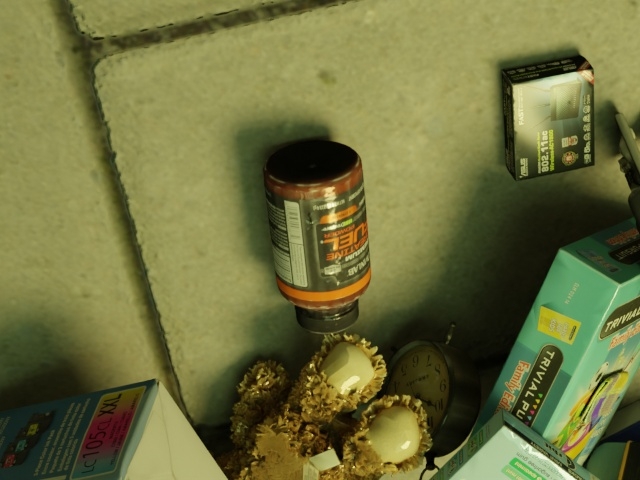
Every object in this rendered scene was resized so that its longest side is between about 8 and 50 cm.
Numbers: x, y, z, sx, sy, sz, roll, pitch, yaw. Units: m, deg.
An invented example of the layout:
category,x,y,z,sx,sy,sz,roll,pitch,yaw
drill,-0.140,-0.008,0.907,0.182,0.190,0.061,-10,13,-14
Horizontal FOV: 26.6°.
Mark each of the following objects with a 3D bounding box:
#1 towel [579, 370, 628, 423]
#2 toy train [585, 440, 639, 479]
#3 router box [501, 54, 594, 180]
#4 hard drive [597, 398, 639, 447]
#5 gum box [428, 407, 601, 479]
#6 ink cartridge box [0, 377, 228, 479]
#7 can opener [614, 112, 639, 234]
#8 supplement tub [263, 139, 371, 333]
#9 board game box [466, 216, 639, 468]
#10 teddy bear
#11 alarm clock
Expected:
category,x,y,z,sx,sy,sz,roll,pitch,yaw
towel,0.316,0.173,1.502,0.083,0.009,0.060,1,120,-62
toy train,0.459,0.351,1.655,0.190,0.142,0.334,-3,147,40
router box,0.245,-0.131,1.458,0.092,0.038,0.122,-12,121,-5
hard drive,0.409,0.362,1.781,0.210,0.040,0.318,-29,122,4
gum box,0.191,0.288,1.431,0.157,0.041,0.184,36,112,-11
ink cartridge box,-0.297,0.323,1.480,0.395,0.151,0.270,-13,125,25
can opener,0.373,-0.033,1.405,0.095,0.283,0.076,-22,136,10
supplement tub,0.000,0.000,1.440,0.106,0.106,0.198,-11,122,-7
board game box,0.284,0.145,1.519,0.254,0.079,0.336,-18,136,-54
teddy bear,-0.014,0.246,1.534,0.245,0.113,0.338,34,117,13
alarm clock,0.123,0.196,1.519,0.064,0.192,0.129,22,148,-33
